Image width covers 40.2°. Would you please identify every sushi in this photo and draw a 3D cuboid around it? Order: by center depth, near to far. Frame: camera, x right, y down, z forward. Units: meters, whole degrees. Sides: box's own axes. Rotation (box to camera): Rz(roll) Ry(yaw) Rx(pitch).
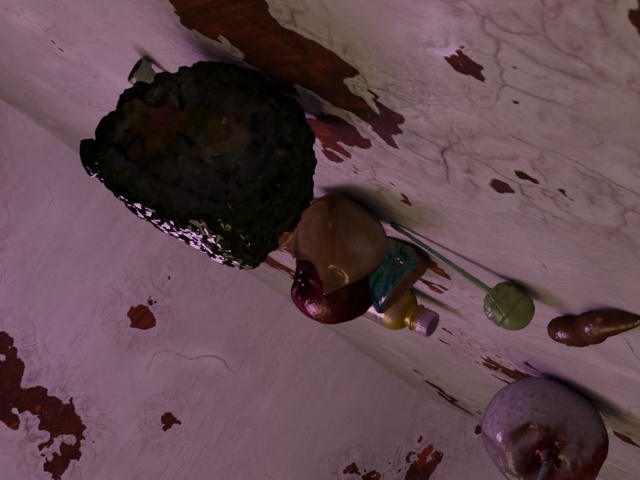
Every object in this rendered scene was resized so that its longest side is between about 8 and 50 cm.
[{"bbox_3d":[-0.176,-0.138,1.416,0.352,0.294,0.178,26,165,23],"label":"sushi"}]

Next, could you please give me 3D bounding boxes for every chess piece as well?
[{"bbox_3d":[-0.301,-0.298,1.720,0.149,0.059,0.059,29,172,-27],"label":"chess piece"}]

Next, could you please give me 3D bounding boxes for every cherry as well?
[{"bbox_3d":[0.561,0.496,2.265,0.326,0.291,0.335,18,-168,-27],"label":"cherry"}]

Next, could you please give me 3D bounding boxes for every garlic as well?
[{"bbox_3d":[0.005,-0.012,1.793,0.151,0.196,0.338,53,169,-27],"label":"garlic"}]

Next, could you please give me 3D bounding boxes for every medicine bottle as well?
[{"bbox_3d":[0.201,0.175,2.262,0.212,0.122,0.122,25,168,29],"label":"medicine bottle"}]

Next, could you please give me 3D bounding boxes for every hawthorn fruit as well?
[{"bbox_3d":[0.053,0.088,2.078,0.210,0.230,0.266,-17,161,41],"label":"hawthorn fruit"}]

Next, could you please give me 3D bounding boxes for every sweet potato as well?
[{"bbox_3d":[0.475,0.156,1.543,0.067,0.059,0.281,23,171,-1],"label":"sweet potato"}]

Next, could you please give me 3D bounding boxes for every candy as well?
[{"bbox_3d":[0.269,0.059,1.707,0.335,0.093,0.092,37,129,22],"label":"candy"}]

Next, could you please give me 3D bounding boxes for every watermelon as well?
[{"bbox_3d":[0.146,0.083,1.921,0.128,0.146,0.231,30,172,10],"label":"watermelon"}]
